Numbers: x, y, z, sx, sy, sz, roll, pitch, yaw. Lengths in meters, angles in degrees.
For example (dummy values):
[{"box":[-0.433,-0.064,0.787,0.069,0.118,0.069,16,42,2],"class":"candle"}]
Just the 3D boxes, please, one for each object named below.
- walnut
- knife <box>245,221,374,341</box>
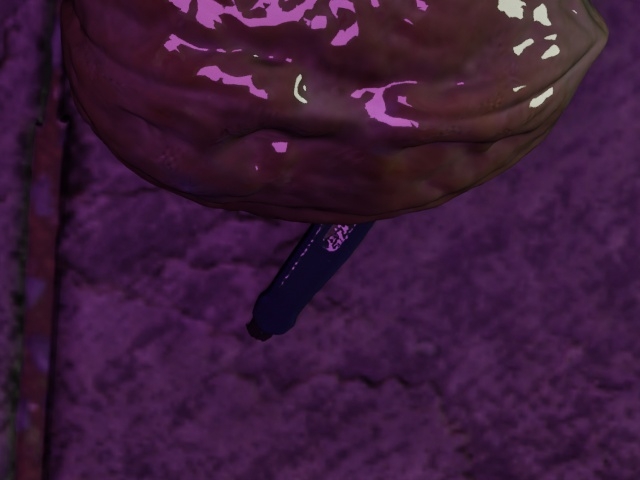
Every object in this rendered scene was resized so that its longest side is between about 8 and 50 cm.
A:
[{"box":[0.004,-0.091,0.760,0.230,0.178,0.178,4,105,1],"class":"walnut"},{"box":[0.000,0.000,0.855,0.031,0.018,0.121,32,106,-11],"class":"knife"}]
